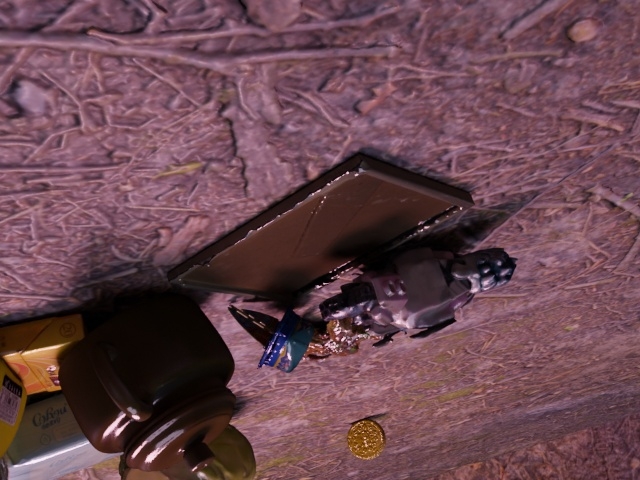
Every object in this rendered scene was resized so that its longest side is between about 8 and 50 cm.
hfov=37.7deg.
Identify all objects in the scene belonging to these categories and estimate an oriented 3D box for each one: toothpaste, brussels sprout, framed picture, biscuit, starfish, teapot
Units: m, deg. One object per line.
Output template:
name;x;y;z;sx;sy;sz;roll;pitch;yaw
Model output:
toothpaste;-0.404;0.228;1.263;0.060;0.038;0.233;-8;158;-45
brussels sprout;-0.225;0.394;1.565;0.244;0.244;0.244;-13;158;-5
framed picture;0.000;0.000;1.005;0.281;0.019;0.209;-29;154;31
biscuit;0.097;0.417;1.968;0.084;0.084;0.023;-22;157;16
starfish;0.021;0.136;1.326;0.150;0.053;0.210;-9;165;18
teapot;-0.178;0.176;1.044;0.186;0.175;0.267;-38;160;0

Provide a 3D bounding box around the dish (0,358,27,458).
dish;-0.427;0.210;1.001;0.221;0.108;0.262;-8;155;-16

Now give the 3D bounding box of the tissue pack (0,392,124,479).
tissue pack;-0.301;0.245;1.260;0.263;0.089;0.177;-16;159;-25

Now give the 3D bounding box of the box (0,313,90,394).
box;-0.393;0.149;1.071;0.269;0.043;0.152;-11;157;-9

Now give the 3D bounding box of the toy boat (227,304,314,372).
toy boat;-0.066;0.110;1.139;0.110;0.091;0.175;28;171;-1

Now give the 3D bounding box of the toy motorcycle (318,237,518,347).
toy motorcycle;0.128;0.049;1.099;0.204;0.108;0.239;-22;-177;27

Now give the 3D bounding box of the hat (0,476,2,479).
hat;-0.548;0.375;1.507;0.173;0.144;0.166;-54;173;-29
